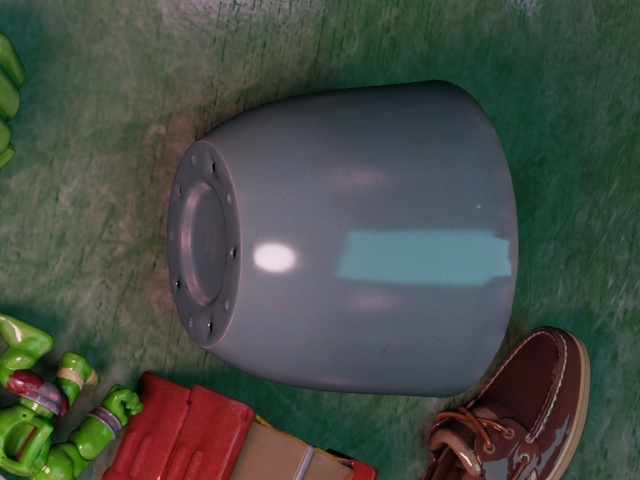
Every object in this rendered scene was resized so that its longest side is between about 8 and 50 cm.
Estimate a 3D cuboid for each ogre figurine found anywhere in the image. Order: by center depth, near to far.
[{"bbox_3d":[-0.250,0.139,1.378,0.197,0.097,0.118,49,55,-49],"label":"ogre figurine"}]

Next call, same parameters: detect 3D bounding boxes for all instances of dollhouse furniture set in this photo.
[{"bbox_3d":[-0.119,0.330,1.481,0.201,0.152,0.374,34,73,-41],"label":"dollhouse furniture set"}]

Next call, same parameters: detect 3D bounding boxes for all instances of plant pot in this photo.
[{"bbox_3d":[0.000,0.000,1.454,0.235,0.293,0.293,-1,101,-25],"label":"plant pot"}]

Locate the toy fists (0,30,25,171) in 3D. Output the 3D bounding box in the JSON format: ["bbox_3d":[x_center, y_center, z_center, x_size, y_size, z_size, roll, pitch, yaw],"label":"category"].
[{"bbox_3d":[-0.320,-0.041,1.243,0.096,0.142,0.279,38,74,-40],"label":"toy fists"}]

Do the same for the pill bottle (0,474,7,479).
[{"bbox_3d":[-0.327,0.268,1.329,0.180,0.108,0.108,-31,119,-33],"label":"pill bottle"}]

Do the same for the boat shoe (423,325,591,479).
[{"bbox_3d":[0.177,0.235,1.763,0.123,0.123,0.342,36,82,-42],"label":"boat shoe"}]
